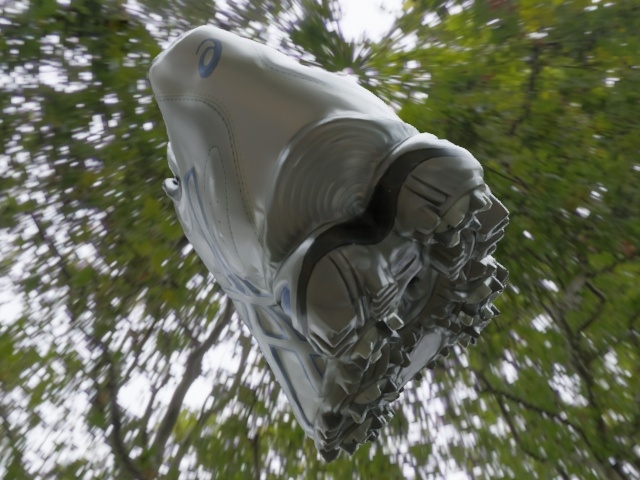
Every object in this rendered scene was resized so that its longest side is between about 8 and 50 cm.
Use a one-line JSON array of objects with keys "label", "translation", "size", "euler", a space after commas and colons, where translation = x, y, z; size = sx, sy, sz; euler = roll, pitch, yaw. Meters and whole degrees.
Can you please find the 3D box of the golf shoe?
[{"label": "golf shoe", "translation": [0.000, 0.000, 0.399], "size": [0.069, 0.176, 0.086], "euler": [-43, -108, -14]}]
